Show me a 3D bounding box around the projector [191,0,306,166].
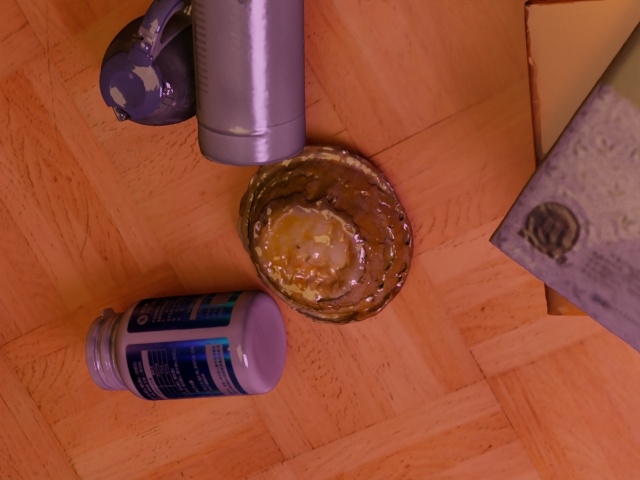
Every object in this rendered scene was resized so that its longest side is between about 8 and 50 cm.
[{"bbox_3d":[-0.068,-0.238,1.291,0.108,0.108,0.337,9,119,17],"label":"projector"}]

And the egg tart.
[{"bbox_3d":[0.000,0.000,1.394,0.191,0.074,0.191,6,111,15],"label":"egg tart"}]

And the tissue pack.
[{"bbox_3d":[0.291,-0.086,1.218,0.194,0.145,0.274,1,109,22],"label":"tissue pack"}]

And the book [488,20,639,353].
[{"bbox_3d":[0.317,-0.060,1.121,0.239,0.035,0.352,35,117,7],"label":"book"}]

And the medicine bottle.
[{"bbox_3d":[-0.139,0.109,1.462,0.191,0.107,0.107,-6,107,22],"label":"medicine bottle"}]

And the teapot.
[{"bbox_3d":[-0.151,-0.168,1.367,0.149,0.108,0.111,-35,96,27],"label":"teapot"}]
